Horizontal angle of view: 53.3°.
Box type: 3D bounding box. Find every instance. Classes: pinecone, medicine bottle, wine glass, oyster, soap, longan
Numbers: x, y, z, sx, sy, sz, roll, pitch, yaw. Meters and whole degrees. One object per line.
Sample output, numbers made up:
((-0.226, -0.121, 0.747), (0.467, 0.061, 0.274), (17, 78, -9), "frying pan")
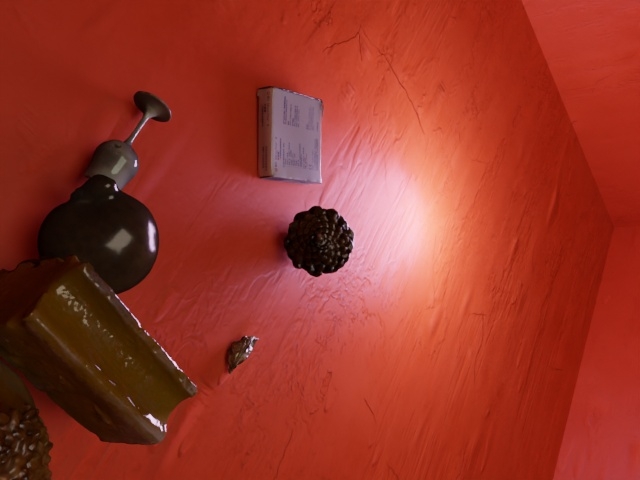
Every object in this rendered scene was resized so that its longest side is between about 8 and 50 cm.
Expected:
((0.000, 0.000, 1.437), (0.173, 0.173, 0.174), (2, 88, -48), "pinecone")
((-0.064, -0.232, 1.437), (0.171, 0.052, 0.201), (0, 90, -49), "medicine bottle")
((-0.337, -0.163, 1.108), (0.079, 0.079, 0.196), (47, 55, -37), "wine glass")
((-0.168, 0.233, 1.337), (0.081, 0.038, 0.083), (-66, 167, 8), "oyster")
((-0.359, 0.163, 0.940), (0.281, 0.259, 0.143), (55, 48, -30), "soap")
((-0.351, -0.006, 1.017), (0.184, 0.159, 0.205), (-6, 119, -32), "longan")

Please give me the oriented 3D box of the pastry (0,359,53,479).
((-0.518, 0.314, 0.768), (0.409, 0.245, 0.410), (1, 89, -50), "pastry")
